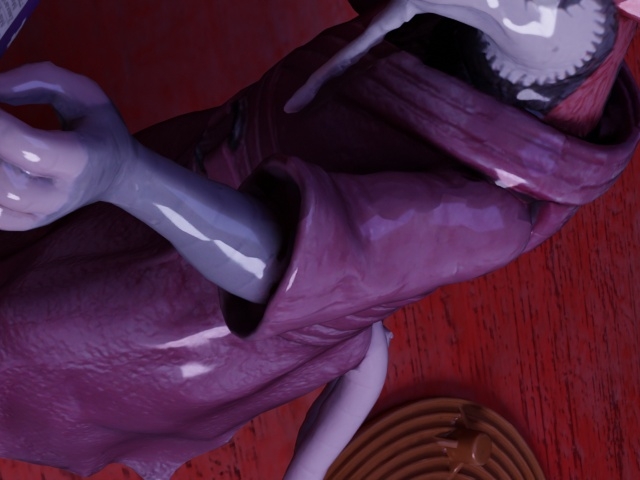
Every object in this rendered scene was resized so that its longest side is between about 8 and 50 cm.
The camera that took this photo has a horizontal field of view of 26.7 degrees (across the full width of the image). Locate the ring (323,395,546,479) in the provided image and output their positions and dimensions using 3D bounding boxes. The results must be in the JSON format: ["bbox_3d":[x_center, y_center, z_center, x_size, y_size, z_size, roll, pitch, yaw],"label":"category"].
[{"bbox_3d":[0.064,0.264,0.828,0.336,0.032,0.336,-5,97,-47],"label":"ring"}]

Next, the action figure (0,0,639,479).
[{"bbox_3d":[0.000,0.000,0.474,0.276,0.370,0.248,42,47,-19],"label":"action figure"}]

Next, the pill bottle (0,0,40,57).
[{"bbox_3d":[-0.162,-0.093,0.483,0.108,0.108,0.193,49,60,-39],"label":"pill bottle"}]
